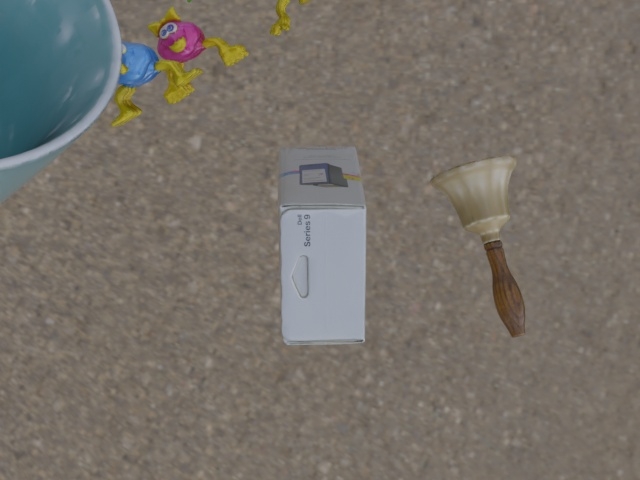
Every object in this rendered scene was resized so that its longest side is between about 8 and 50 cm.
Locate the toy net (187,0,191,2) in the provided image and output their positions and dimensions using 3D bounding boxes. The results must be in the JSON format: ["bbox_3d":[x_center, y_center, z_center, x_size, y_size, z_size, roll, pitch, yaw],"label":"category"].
[{"bbox_3d":[-0.105,-0.400,1.433,0.045,0.122,0.232,29,125,-28],"label":"toy net"}]

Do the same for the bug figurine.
[{"bbox_3d":[-0.076,-0.203,1.036,0.279,0.216,0.072,-33,94,3],"label":"bug figurine"}]

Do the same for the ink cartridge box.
[{"bbox_3d":[0.000,0.000,1.273,0.093,0.212,0.154,-1,110,1],"label":"ink cartridge box"}]

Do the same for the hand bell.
[{"bbox_3d":[0.243,0.016,1.644,0.126,0.126,0.242,-8,80,-31],"label":"hand bell"}]

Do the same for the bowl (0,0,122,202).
[{"bbox_3d":[-0.308,-0.112,0.802,0.311,0.311,0.163,1,141,-33],"label":"bowl"}]
